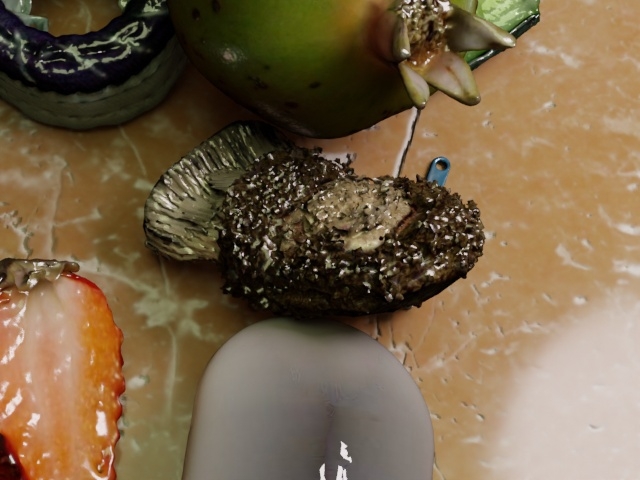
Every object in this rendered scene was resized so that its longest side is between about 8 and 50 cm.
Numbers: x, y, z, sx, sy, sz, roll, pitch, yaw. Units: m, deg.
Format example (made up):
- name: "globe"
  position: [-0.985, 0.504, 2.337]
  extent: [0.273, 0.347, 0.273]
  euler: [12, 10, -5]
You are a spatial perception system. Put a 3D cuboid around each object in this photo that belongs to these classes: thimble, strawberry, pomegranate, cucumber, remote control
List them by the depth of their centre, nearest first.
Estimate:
- name: "remote control"
  position: [-0.010, 0.211, 1.464]
  extent: [0.221, 0.103, 0.332]
  euler: [16, 54, -13]
- name: "strawberry"
  position: [-0.263, 0.136, 1.495]
  extent: [0.190, 0.111, 0.236]
  euler: [-4, 81, -51]
- name: "pomegranate"
  position: [0.017, -0.230, 1.514]
  extent: [0.291, 0.323, 0.290]
  euler: [-1, 91, -22]
- name: "thimble"
  position: [-0.240, -0.224, 1.637]
  extent: [0.237, 0.150, 0.237]
  euler: [1, 67, -1]
- name: "cucumber"
  position: [0.149, -0.224, 1.706]
  extent: [0.193, 0.086, 0.115]
  euler: [-39, 73, -13]

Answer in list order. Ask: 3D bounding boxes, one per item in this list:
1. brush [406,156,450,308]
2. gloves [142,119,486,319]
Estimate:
- name: "brush"
  position: [0.093, -0.011, 1.641]
  extent: [0.051, 0.014, 0.164]
  euler: [19, 65, 3]
- name: "gloves"
  position: [0.003, -0.007, 1.544]
  extent: [0.312, 0.135, 0.210]
  euler: [26, 29, 38]
